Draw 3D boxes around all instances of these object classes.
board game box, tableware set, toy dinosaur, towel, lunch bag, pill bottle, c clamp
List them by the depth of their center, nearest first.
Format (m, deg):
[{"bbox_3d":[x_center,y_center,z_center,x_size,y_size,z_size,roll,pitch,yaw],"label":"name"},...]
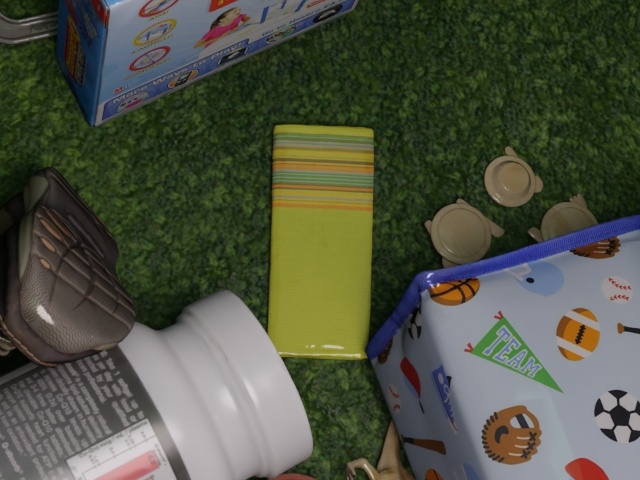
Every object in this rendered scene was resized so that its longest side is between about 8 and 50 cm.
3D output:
[{"bbox_3d":[-0.203,0.196,1.367,0.363,0.210,0.210,-26,81,-16],"label":"pill bottle"},{"bbox_3d":[0.288,0.154,1.440,0.385,0.239,0.328,-12,70,-20],"label":"lunch bag"},{"bbox_3d":[-0.088,-0.248,1.462,0.308,0.302,0.086,-26,81,-17],"label":"board game box"},{"bbox_3d":[0.060,0.233,1.500,0.092,0.053,0.183,4,69,-27],"label":"toy dinosaur"},{"bbox_3d":[0.000,0.000,1.561,0.102,0.021,0.237,3,75,-4],"label":"towel"},{"bbox_3d":[-0.290,-0.264,1.576,0.160,0.022,0.137,-8,76,-12],"label":"c clamp"},{"bbox_3d":[0.196,-0.007,1.598,0.168,0.020,0.141,-42,88,-19],"label":"tableware set"}]

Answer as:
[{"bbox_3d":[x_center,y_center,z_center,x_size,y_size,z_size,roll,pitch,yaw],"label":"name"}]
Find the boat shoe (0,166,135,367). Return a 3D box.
[{"bbox_3d":[-0.246,0.045,1.353,0.130,0.355,0.132,-39,104,3],"label":"boat shoe"}]

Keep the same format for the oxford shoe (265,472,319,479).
[{"bbox_3d":[0.055,0.387,1.403,0.140,0.146,0.397,-29,68,-22],"label":"oxford shoe"}]
